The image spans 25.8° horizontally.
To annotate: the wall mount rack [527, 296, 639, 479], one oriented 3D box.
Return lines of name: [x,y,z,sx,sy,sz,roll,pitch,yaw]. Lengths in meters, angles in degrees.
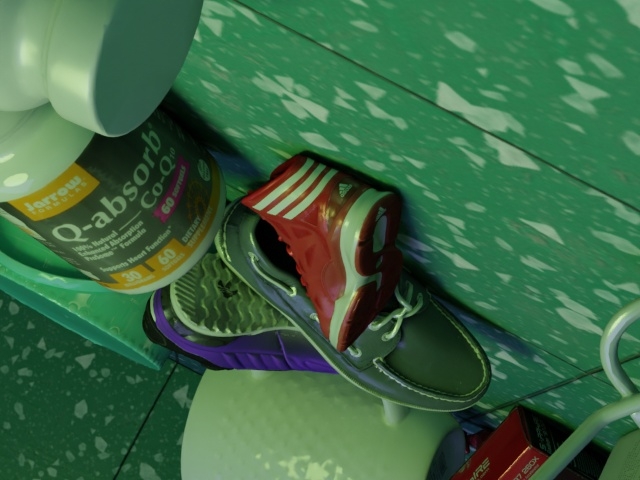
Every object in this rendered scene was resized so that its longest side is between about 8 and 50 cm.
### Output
wall mount rack: [0.274,0.210,1.008,0.304,0.130,0.350,-27,118,26]

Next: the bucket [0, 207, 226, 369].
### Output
bucket: [-0.235,0.005,1.515,0.281,0.183,0.281,27,168,6]

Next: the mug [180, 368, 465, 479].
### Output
mug: [0.013,0.253,1.894,0.328,0.276,0.374,13,133,24]

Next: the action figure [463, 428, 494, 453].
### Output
action figure: [0.288,0.360,1.964,0.280,0.139,0.091,25,168,26]

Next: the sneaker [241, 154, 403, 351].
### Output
sneaker: [0.000,0.000,1.215,0.128,0.087,0.221,34,147,18]

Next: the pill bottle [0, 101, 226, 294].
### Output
pill bottle: [-0.215,-0.078,1.189,0.162,0.162,0.278,18,165,38]

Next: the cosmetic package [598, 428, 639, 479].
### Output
cosmetic package: [0.358,0.302,1.344,0.161,0.230,0.453,27,168,5]

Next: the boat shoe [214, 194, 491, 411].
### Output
boat shoe: [0.041,0.065,1.332,0.319,0.116,0.099,37,167,-12]

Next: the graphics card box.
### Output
graphics card box: [0.327,0.392,1.766,0.371,0.233,0.094,32,-158,-17]

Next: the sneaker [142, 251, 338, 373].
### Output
sneaker: [-0.051,0.088,1.439,0.293,0.102,0.146,15,150,-30]

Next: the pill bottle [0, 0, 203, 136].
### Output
pill bottle: [-0.212,-0.168,0.836,0.265,0.153,0.153,24,167,15]
